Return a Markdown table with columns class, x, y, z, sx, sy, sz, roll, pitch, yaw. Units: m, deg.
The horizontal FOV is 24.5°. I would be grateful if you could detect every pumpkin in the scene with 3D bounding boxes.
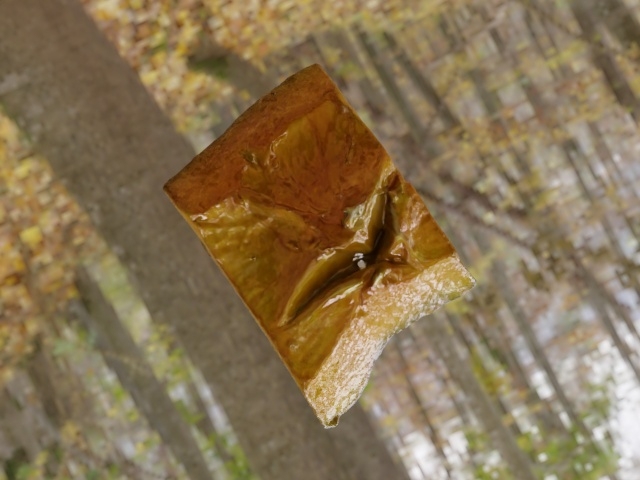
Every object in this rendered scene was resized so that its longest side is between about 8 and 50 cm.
| class | x | y | z | sx | sy | sz | roll | pitch | yaw |
| --- | --- | --- | --- | --- | --- | --- | --- | --- | --- |
| pumpkin | -0.002 | 0.000 | 0.475 | 0.073 | 0.101 | 0.035 | -39 | 172 | 5 |
